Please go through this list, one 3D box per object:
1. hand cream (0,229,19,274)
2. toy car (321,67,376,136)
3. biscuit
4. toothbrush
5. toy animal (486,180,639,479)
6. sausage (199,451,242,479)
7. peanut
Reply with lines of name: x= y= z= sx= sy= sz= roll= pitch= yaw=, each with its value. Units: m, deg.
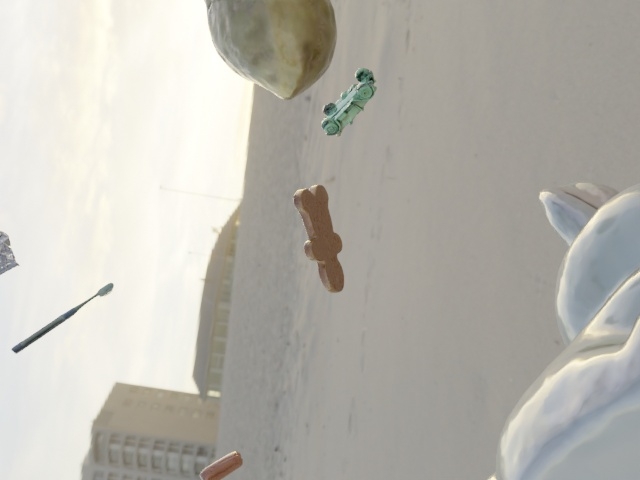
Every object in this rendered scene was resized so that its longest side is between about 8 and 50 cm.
hand cream: x=-0.736 y=0.025 z=1.494 sx=0.257 sy=0.084 sz=0.050 roll=37 pitch=152 yaw=58
toy car: x=0.058 y=-0.267 z=1.280 sx=0.143 sy=0.054 sz=0.073 roll=-41 pitch=30 yaw=34
biscuit: x=-0.001 y=0.000 z=1.489 sx=0.165 sy=0.036 sz=0.250 roll=-21 pitch=-85 yaw=-63
toothbrush: x=-0.492 y=0.148 z=1.262 sx=0.219 sy=0.016 sz=0.019 roll=-37 pitch=-17 yaw=-27
toy animal: x=0.230 y=0.077 z=0.470 sx=0.241 sy=0.196 sz=0.368 roll=-45 pitch=7 yaw=43
sausage: x=-0.184 y=0.424 z=1.219 sx=0.034 sy=0.083 sz=0.034 roll=54 pitch=163 yaw=25
peanut: x=-0.053 y=-0.235 z=0.596 sx=0.125 sy=0.111 sz=0.275 roll=-57 pitch=44 yaw=40
